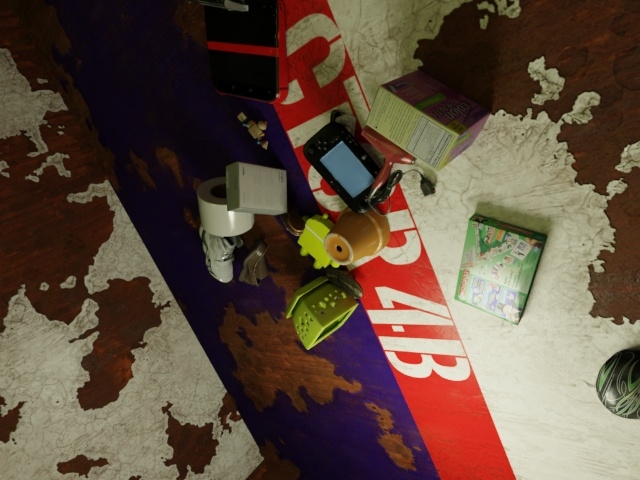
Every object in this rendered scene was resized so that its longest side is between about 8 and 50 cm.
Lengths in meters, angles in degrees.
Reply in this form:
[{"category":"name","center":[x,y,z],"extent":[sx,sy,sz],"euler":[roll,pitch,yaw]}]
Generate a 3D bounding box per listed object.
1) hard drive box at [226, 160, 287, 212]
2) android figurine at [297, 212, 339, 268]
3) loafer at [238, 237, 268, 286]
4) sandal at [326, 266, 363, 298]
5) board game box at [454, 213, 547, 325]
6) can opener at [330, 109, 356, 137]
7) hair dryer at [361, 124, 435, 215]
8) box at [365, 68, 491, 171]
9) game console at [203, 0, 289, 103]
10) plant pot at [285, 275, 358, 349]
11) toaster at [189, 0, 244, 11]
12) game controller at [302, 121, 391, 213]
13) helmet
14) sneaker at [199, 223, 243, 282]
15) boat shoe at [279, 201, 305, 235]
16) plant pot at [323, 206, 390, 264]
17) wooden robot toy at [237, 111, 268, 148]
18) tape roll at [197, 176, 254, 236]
[{"category":"hard drive box","center":[-0.248,-0.200,1.681],"extent":[0.089,0.232,0.181],"euler":[-7,83,46]},{"category":"android figurine","center":[0.000,0.000,1.758],"extent":[0.248,0.056,0.273],"euler":[42,139,15]},{"category":"loafer","center":[-0.304,0.112,2.094],"extent":[0.130,0.134,0.366],"euler":[27,148,-3]},{"category":"sandal","center":[0.107,0.166,1.776],"extent":[0.219,0.060,0.090],"euler":[25,127,49]},{"category":"board game box","center":[0.541,0.092,1.313],"extent":[0.213,0.046,0.317],"euler":[23,131,32]},{"category":"can opener","center":[0.073,-0.309,1.479],"extent":[0.093,0.074,0.280],"euler":[-120,27,-52]},{"category":"hair dryer","center":[0.211,-0.231,1.339],"extent":[0.224,0.080,0.293],"euler":[-20,100,25]},{"category":"box","center":[0.287,-0.328,1.136],"extent":[0.243,0.213,0.117],"euler":[40,138,17]},{"category":"game console","center":[-0.273,-0.691,1.554],"extent":[0.386,0.060,0.342],"euler":[21,124,32]},{"category":"plant pot","center":[-0.010,0.300,1.855],"extent":[0.207,0.227,0.228],"euler":[48,140,18]},{"category":"toaster","center":[-0.331,-0.860,1.411],"extent":[0.186,0.110,0.168],"euler":[25,115,30]},{"category":"game controller","center":[0.092,-0.238,1.420],"extent":[0.166,0.067,0.319],"euler":[-34,109,30]},{"category":"helmet","center":[0.836,0.392,1.147],"extent":[0.169,0.161,0.169],"euler":[24,131,31]},{"category":"sneaker","center":[-0.500,0.068,2.218],"extent":[0.210,0.137,0.365],"euler":[10,120,43]},{"category":"boat shoe","center":[-0.118,-0.078,1.757],"extent":[0.207,0.073,0.073],"euler":[-116,39,-48]},{"category":"plant pot","center":[0.116,-0.012,1.537],"extent":[0.205,0.188,0.205],"euler":[24,131,31]},{"category":"wooden robot toy","center":[-0.246,-0.451,1.694],"extent":[0.079,0.076,0.173],"euler":[-39,86,14]},{"category":"tape roll","center":[-0.420,-0.155,1.908],"extent":[0.246,0.246,0.169],"euler":[29,133,27]}]
